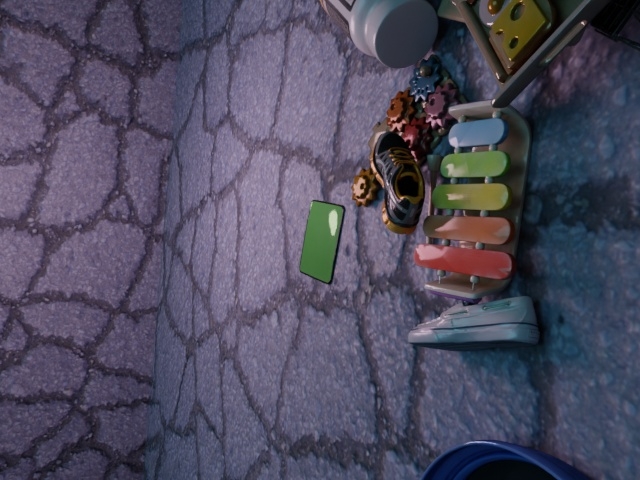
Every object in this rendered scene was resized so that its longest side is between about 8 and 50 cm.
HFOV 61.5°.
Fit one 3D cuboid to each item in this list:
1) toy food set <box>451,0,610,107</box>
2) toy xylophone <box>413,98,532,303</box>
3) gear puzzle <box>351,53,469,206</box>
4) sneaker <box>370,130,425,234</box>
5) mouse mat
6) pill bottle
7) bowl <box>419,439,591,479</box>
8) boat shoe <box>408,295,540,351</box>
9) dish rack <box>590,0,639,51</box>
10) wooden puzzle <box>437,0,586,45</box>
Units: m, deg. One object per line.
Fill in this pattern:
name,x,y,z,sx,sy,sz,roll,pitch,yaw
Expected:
toy food set,0.261,-0.360,0.737,0.220,0.092,0.306,-51,40,44
toy xylophone,0.234,-0.060,0.882,0.236,0.081,0.323,-6,79,57
gear puzzle,0.145,-0.201,1.081,0.339,0.044,0.175,-52,44,39
sneaker,0.145,-0.117,0.954,0.083,0.084,0.215,109,157,-55
mouse mat,0.000,0.000,1.305,0.152,0.007,0.190,18,99,57
pill bottle,0.112,-0.468,1.076,0.162,0.162,0.278,-59,40,32
bowl,0.273,0.476,0.729,0.391,0.077,0.391,-16,70,55
boat shoe,0.240,0.132,0.856,0.226,0.083,0.076,-12,63,44
dish rack,0.440,-0.286,0.603,0.208,0.074,0.271,-60,27,29
wooden puzzle,0.344,-0.470,0.799,0.348,0.080,0.322,51,127,55
